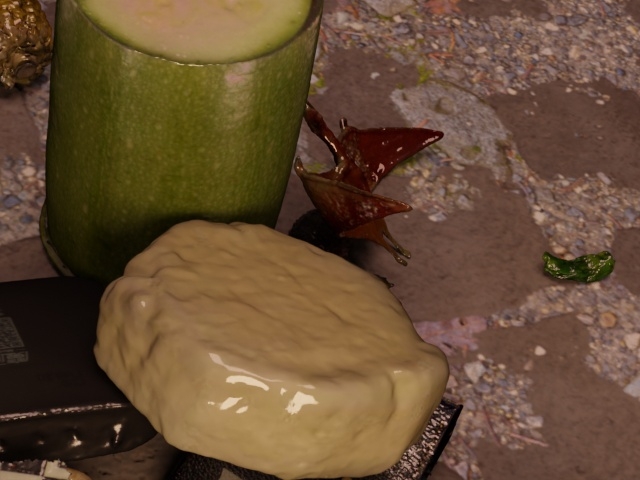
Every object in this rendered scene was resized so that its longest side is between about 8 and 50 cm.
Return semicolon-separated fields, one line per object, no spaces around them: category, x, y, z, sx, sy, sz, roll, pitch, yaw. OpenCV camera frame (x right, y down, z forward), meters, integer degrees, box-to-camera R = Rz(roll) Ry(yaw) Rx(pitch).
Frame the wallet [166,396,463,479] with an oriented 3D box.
wallet;-0.006;0.210;1.904;0.221;0.071;0.262;28;49;7

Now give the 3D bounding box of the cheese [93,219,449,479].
cheese;-0.044;0.099;1.811;0.326;0.115;0.318;20;27;0

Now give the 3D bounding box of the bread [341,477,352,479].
bread;-0.018;0.355;1.644;0.109;0.185;0.380;19;49;5

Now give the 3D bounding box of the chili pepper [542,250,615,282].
chili pepper;0.291;0.029;2.185;0.091;0.034;0.030;-2;13;-15

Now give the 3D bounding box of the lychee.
lychee;0.000;0.000;2.110;0.067;0.068;0.083;46;32;-28

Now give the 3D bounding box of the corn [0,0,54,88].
corn;-0.405;-0.303;2.273;0.115;0.115;0.318;-15;52;-27

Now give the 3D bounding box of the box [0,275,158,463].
box;-0.319;0.123;1.849;0.290;0.073;0.289;-6;28;-20

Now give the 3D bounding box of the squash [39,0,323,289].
squash;-0.147;-0.125;1.970;0.263;0.384;0.263;6;47;-7

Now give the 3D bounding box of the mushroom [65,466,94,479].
mushroom;-0.252;0.266;1.742;0.148;0.112;0.148;12;36;-9

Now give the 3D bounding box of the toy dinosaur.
toy dinosaur;0.068;-0.074;2.123;0.327;0.113;0.206;19;46;-65

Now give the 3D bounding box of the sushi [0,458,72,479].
sushi;-0.319;0.283;1.660;0.210;0.040;0.192;-1;58;3
